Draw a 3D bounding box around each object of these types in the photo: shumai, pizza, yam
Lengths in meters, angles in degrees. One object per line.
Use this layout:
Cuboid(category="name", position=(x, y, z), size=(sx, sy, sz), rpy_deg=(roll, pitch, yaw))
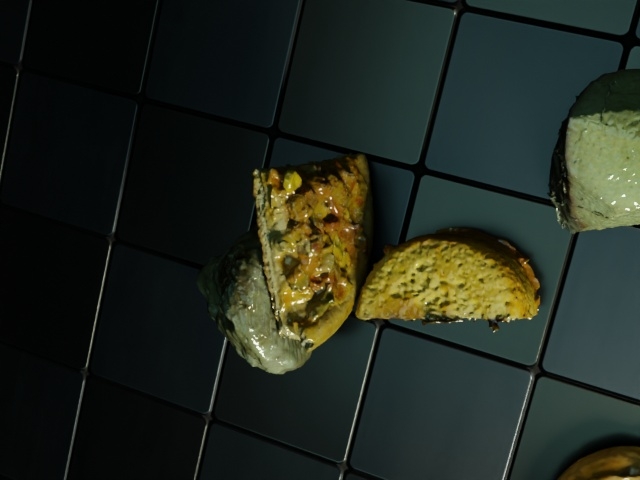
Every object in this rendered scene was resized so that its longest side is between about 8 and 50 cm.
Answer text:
Cuboid(category="shumai", position=(-0.118, 0.094, 1.371), size=(0.203, 0.272, 0.222), rpy_deg=(-12, 89, 20))
Cuboid(category="pizza", position=(0.018, 0.006, 1.329), size=(0.087, 0.268, 0.258), rpy_deg=(-6, 97, 32))
Cuboid(category="yam", position=(0.395, -0.114, 1.184), size=(0.202, 0.271, 0.201), rpy_deg=(-8, 90, 13))

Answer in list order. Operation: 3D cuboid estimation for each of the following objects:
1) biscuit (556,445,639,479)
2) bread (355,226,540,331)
Cuboid(category="biscuit", position=(0.457, 0.442, 1.299), size=(0.296, 0.102, 0.296), rpy_deg=(1, 93, 21))
Cuboid(category="bread", position=(0.183, 0.052, 1.330), size=(0.260, 0.160, 0.147), rpy_deg=(0, 88, 25))
